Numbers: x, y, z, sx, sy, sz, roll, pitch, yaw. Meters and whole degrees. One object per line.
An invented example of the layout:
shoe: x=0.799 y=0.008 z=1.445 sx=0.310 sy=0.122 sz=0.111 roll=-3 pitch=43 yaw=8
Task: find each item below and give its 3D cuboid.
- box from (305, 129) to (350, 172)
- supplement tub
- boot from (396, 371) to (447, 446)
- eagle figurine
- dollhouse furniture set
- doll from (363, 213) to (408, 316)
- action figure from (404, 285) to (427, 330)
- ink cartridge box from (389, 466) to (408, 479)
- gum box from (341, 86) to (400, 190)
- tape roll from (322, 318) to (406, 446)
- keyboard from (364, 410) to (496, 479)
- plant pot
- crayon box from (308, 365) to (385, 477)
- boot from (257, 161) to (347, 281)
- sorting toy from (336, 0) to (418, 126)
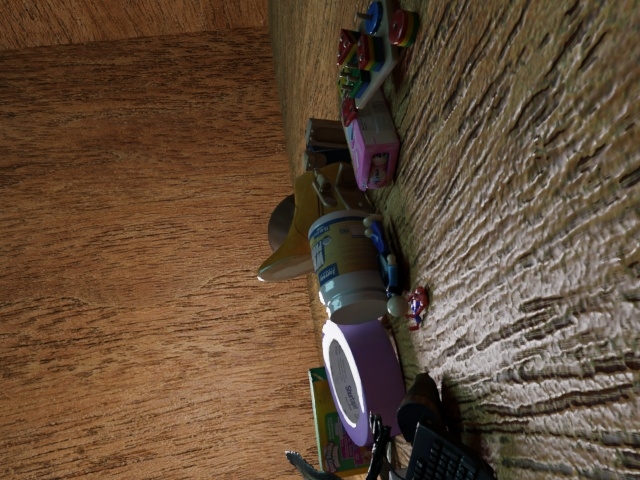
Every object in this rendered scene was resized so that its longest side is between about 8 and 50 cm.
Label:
box: x=0.019 y=-0.188 z=1.498 sx=0.156 sy=0.093 sz=0.158 roll=-108 pitch=13 yaw=-58
supplement tub: x=0.060 y=0.054 z=1.176 sx=0.144 sy=0.144 sz=0.200 roll=94 pitch=167 yaw=-60
boot: x=0.176 y=0.311 z=0.894 sx=0.106 sy=0.082 sz=0.219 roll=-50 pitch=-52 yaw=-64
eagle figurine: x=0.045 y=0.602 z=1.354 sx=0.226 sy=0.298 sz=0.225 roll=-76 pitch=-36 yaw=-52
dollhouse furniture set: x=0.043 y=-0.152 z=1.211 sx=0.123 sy=0.144 sz=0.151 roll=-115 pitch=33 yaw=-55
doll: x=0.123 y=0.051 z=1.060 sx=0.129 sy=0.046 sz=0.189 roll=74 pitch=-179 yaw=-58
action figure: x=0.153 y=0.106 z=0.944 sx=0.115 sy=0.030 sz=0.038 roll=94 pitch=172 yaw=-54
ink cartridge box: x=0.171 y=0.529 z=1.171 sx=0.088 sy=0.052 sz=0.123 roll=-108 pitch=13 yaw=-59
gum box: x=0.084 y=-0.188 z=1.032 sx=0.107 sy=0.062 sz=0.189 roll=92 pitch=169 yaw=-54
tape roll: x=0.088 y=0.294 z=1.272 sx=0.275 sy=0.090 sz=0.275 roll=169 pitch=90 yaw=-75
keyboard: x=0.134 y=0.369 z=0.850 sx=0.201 sy=0.033 sz=0.317 roll=32 pitch=133 yaw=35
plant pot: x=0.000 y=0.000 z=1.509 sx=0.230 sy=0.215 sz=0.216 roll=-145 pitch=46 yaw=-62
crayon box: x=0.068 y=0.454 z=1.488 sx=0.081 sy=0.165 sz=0.279 roll=-123 pitch=26 yaw=-76
boot: x=-0.037 y=-0.046 z=1.371 sx=0.104 sy=0.295 sz=0.211 roll=42 pitch=-155 yaw=-59
sorting toy: x=0.062 y=-0.291 z=0.907 sx=0.274 sy=0.046 sz=0.132 roll=135 pitch=135 yaw=-63
